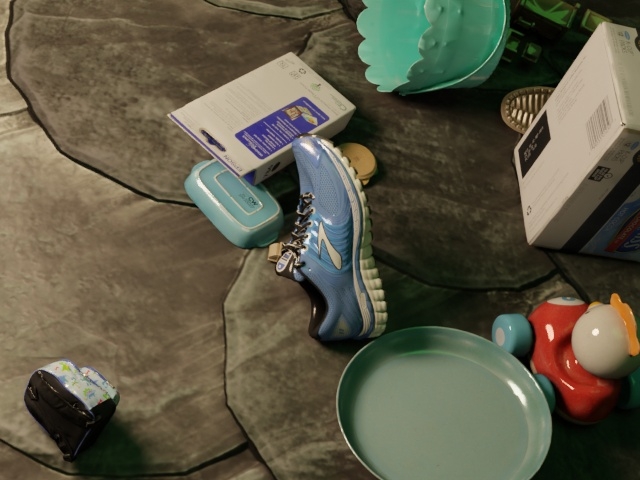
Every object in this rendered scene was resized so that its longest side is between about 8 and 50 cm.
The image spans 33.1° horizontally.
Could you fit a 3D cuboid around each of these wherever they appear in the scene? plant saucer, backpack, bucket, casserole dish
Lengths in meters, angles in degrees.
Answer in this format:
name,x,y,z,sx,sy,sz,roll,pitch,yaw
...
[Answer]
name,x,y,z,sx,sy,sz,roll,pitch,yaw
plant saucer,0.180,0.260,1.587,0.318,0.043,0.317,3,46,-3
backpack,-0.336,0.218,1.449,0.114,0.105,0.084,40,32,12
bucket,0.205,-0.401,1.953,0.183,0.281,0.281,-1,57,-24
casserole dish,-0.137,-0.070,1.750,0.114,0.037,0.188,-33,72,-33

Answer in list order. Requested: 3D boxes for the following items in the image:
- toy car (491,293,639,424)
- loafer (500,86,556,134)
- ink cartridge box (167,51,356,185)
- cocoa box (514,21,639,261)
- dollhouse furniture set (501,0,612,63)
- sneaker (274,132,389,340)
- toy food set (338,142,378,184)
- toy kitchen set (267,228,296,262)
name,x,y,z,sx,sy,sz,roll,pitch,yaw
toy car,0.424,0.149,1.659,0.219,0.238,0.210,-2,58,-20
loafer,0.472,-0.234,2.032,0.269,0.092,0.101,7,95,1
ink cartridge box,-0.099,-0.198,1.804,0.165,0.065,0.333,43,44,12
cocoa box,0.513,-0.156,1.829,0.228,0.347,0.231,9,54,-13
dollhouse furniture set,0.458,-0.395,2.158,0.182,0.101,0.160,26,77,0
sneaker,0.000,0.000,1.633,0.147,0.130,0.329,-13,93,-14
toy food set,0.061,-0.136,1.870,0.083,0.020,0.082,36,53,8
toy kitchen set,-0.041,0.003,1.706,0.068,0.075,0.083,14,49,-9
